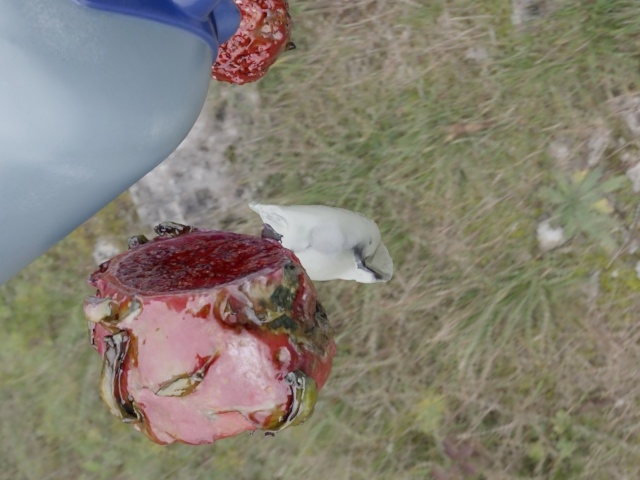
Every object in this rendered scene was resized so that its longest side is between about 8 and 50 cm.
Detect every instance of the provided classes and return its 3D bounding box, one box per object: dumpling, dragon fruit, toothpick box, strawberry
[{"bbox_3d":[0.001,0.000,1.527,0.176,0.150,0.093,2,98,-3],"label":"dumpling"},{"bbox_3d":[-0.111,0.065,1.103,0.282,0.211,0.147,22,136,50],"label":"dragon fruit"},{"bbox_3d":[-0.213,-0.105,0.841,0.354,0.263,0.263,-31,88,40],"label":"toothpick box"},{"bbox_3d":[-0.129,-0.289,1.550,0.184,0.201,0.187,-1,78,64],"label":"strawberry"}]
